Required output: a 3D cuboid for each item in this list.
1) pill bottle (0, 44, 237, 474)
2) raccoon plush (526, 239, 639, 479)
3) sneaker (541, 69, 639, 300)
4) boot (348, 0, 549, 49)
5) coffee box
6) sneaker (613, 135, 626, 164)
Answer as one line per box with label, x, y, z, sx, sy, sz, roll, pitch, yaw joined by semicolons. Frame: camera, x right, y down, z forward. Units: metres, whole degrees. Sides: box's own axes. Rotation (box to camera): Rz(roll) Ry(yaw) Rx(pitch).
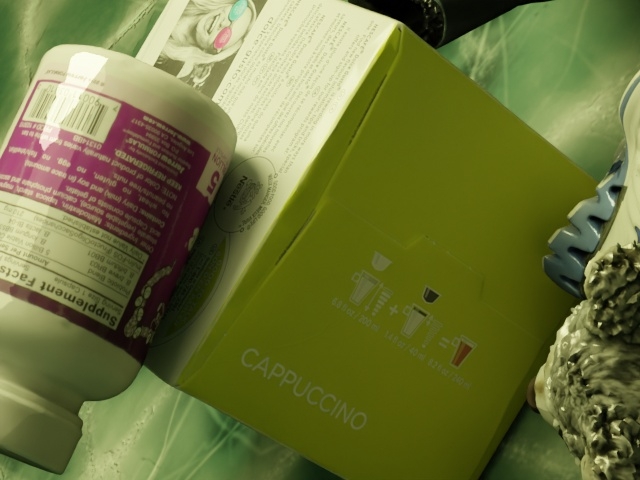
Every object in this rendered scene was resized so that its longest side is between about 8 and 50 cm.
pill bottle;-0.192;0.017;1.356;0.169;0.169;0.301;8;71;52
raccoon plush;0.346;0.061;1.061;0.446;0.299;0.216;-24;66;23
sneaker;0.301;-0.012;1.362;0.182;0.127;0.315;53;146;27
boot;0.098;-0.270;1.532;0.246;0.207;0.094;50;145;31
coffee box;0.000;0.000;1.570;0.334;0.337;0.338;28;86;53
sneaker;0.372;-0.123;1.446;0.302;0.108;0.121;-32;13;44
